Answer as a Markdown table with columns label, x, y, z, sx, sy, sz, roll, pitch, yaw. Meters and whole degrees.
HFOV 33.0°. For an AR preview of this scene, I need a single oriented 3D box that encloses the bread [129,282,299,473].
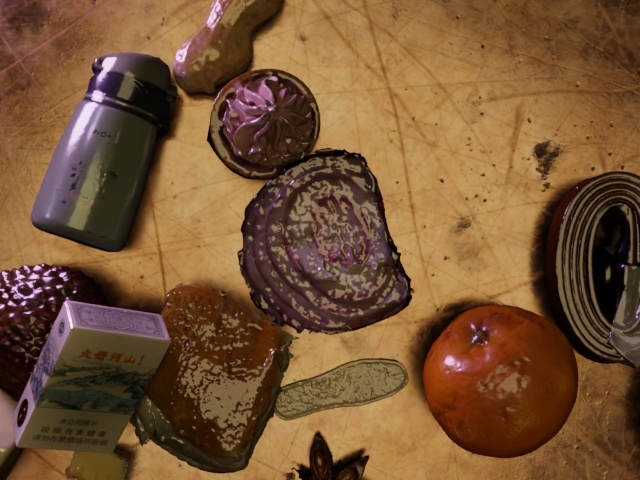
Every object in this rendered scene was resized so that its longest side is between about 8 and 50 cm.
| label | x | y | z | sx | sy | sz | roll | pitch | yaw |
| --- | --- | --- | --- | --- | --- | --- | --- | --- | --- |
| bread | -0.192 | 0.238 | 1.810 | 0.250 | 0.225 | 0.279 | 23 | 82 | 4 |

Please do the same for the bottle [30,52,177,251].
| label | x | y | z | sx | sy | sz | roll | pitch | yaw |
| --- | --- | --- | --- | --- | --- | --- | --- | --- | --- |
| bottle | -0.360 | -0.160 | 1.843 | 0.168 | 0.168 | 0.347 | 19 | 85 | -1 |

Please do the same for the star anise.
| label | x | y | z | sx | sy | sz | roll | pitch | yaw |
| --- | --- | --- | --- | --- | --- | --- | --- | --- | --- |
| star anise | 0.037 | 0.441 | 1.903 | 0.157 | 0.053 | 0.212 | -12 | 89 | -1 |

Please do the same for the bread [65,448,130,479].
| label | x | y | z | sx | sy | sz | roll | pitch | yaw |
| --- | --- | --- | --- | --- | --- | --- | --- | --- | --- |
| bread | -0.387 | 0.394 | 1.878 | 0.109 | 0.080 | 0.084 | 18 | 87 | -4 |

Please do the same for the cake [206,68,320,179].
| label | x | y | z | sx | sy | sz | roll | pitch | yaw |
| --- | --- | --- | --- | --- | --- | --- | --- | --- | --- |
| cake | -0.102 | -0.197 | 1.843 | 0.207 | 0.178 | 0.185 | -17 | 91 | 1 |

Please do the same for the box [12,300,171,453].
| label | x | y | z | sx | sy | sz | roll | pitch | yaw |
| --- | --- | --- | --- | --- | --- | --- | --- | --- | --- |
| box | -0.362 | 0.220 | 1.694 | 0.164 | 0.069 | 0.256 | 11 | 122 | -32 |

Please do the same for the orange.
| label | x | y | z | sx | sy | sz | roll | pitch | yaw |
| --- | --- | --- | --- | --- | --- | --- | --- | --- | --- |
| orange | 0.302 | 0.234 | 1.812 | 0.261 | 0.261 | 0.261 | 0 | 90 | -2 |

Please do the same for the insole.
| label | x | y | z | sx | sy | sz | roll | pitch | yaw |
| --- | --- | --- | --- | --- | --- | --- | --- | --- | --- |
| insole | 0.034 | 0.264 | 1.924 | 0.248 | 0.011 | 0.081 | -16 | 91 | -1 |

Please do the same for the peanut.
| label | x | y | z | sx | sy | sz | roll | pitch | yaw |
| --- | --- | --- | --- | --- | --- | --- | --- | --- | --- |
| peanut | -0.159 | -0.366 | 1.880 | 0.117 | 0.101 | 0.263 | 34 | 86 | -26 |

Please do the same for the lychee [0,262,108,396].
| label | x | y | z | sx | sy | sz | roll | pitch | yaw |
| --- | --- | --- | --- | --- | --- | --- | --- | --- | --- |
| lychee | -0.468 | 0.150 | 1.809 | 0.271 | 0.236 | 0.236 | 21 | 89 | 19 |

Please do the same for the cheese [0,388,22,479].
| label | x | y | z | sx | sy | sz | roll | pitch | yaw |
| --- | --- | --- | --- | --- | --- | --- | --- | --- | --- |
| cheese | -0.631 | 0.307 | 1.798 | 0.265 | 0.242 | 0.124 | 36 | 45 | -2 |

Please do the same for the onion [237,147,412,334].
| label | x | y | z | sx | sy | sz | roll | pitch | yaw |
| --- | --- | --- | --- | --- | --- | --- | --- | --- | --- |
| onion | 0.000 | 0.000 | 1.869 | 0.280 | 0.146 | 0.314 | -15 | 99 | 12 |

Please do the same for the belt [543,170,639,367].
| label | x | y | z | sx | sy | sz | roll | pitch | yaw |
| --- | --- | --- | --- | --- | --- | --- | --- | --- | --- |
| belt | 0.508 | 0.052 | 1.889 | 0.217 | 0.122 | 0.339 | -1 | 88 | 0 |
